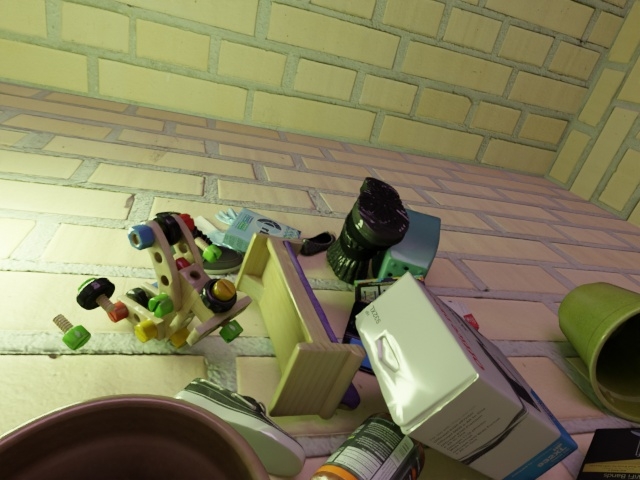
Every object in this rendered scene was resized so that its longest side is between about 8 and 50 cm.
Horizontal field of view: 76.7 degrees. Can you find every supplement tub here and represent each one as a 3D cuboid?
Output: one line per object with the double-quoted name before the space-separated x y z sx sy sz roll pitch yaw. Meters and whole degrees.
"supplement tub" 0.052 0.326 0.535 0.106 0.106 0.198 31 31 29

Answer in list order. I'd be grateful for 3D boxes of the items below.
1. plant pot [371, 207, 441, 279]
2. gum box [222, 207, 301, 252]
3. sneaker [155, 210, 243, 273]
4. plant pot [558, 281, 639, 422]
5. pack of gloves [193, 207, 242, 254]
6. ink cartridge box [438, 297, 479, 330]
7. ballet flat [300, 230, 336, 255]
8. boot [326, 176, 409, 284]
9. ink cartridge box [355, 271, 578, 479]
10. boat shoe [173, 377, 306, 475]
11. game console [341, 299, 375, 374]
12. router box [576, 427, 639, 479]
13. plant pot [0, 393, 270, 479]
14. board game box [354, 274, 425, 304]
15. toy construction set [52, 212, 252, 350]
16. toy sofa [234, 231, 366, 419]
"plant pot" 0.233 0.040 1.133 0.165 0.166 0.234 17 34 4
"gum box" -0.155 -0.011 1.114 0.184 0.041 0.157 23 29 -4
"sneaker" -0.290 0.006 0.965 0.222 0.118 0.083 9 27 -11
"plant pot" 0.698 0.220 0.933 0.276 0.276 0.254 15 15 0
"pack of gloves" -0.256 -0.039 1.153 0.232 0.046 0.195 31 30 30
"ink cartridge box" 0.295 0.188 0.977 0.135 0.056 0.099 10 27 -9
"ballet flat" 0.000 0.000 1.201 0.057 0.049 0.173 28 29 23
"boot" 0.101 0.009 1.004 0.131 0.260 0.348 27 24 0
"ink cartridge box" 0.224 0.222 0.644 0.307 0.129 0.223 37 16 -29
"boat shoe" -0.114 0.264 0.599 0.219 0.078 0.070 21 28 15
"game console" 0.122 0.204 0.834 0.144 0.124 0.085 18 0 5
"router box" 0.528 0.345 0.542 0.243 0.309 0.081 -15 80 -44
"plant pot" -0.175 0.304 0.320 0.263 0.229 0.263 12 26 -6
"board game box" 0.166 0.143 0.946 0.170 0.048 0.141 -5 28 8
"toy construction set" -0.235 0.111 0.748 0.237 0.257 0.309 40 8 9
"toy sofa" -0.035 0.141 0.771 0.177 0.150 0.362 11 25 -27
